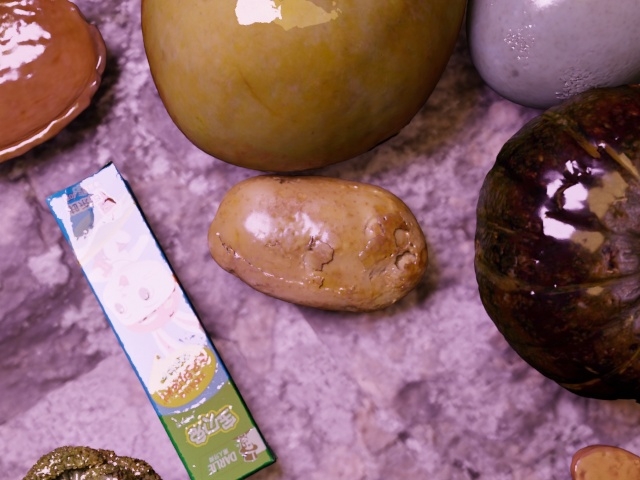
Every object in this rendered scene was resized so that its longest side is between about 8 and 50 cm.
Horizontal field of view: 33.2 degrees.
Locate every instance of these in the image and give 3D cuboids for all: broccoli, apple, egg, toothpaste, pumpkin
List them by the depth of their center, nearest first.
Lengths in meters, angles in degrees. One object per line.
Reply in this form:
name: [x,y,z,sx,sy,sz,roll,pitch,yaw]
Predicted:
pumpkin: [0.226,0.006,0.769,0.238,0.159,0.237,-1,98,-5]
broccoli: [-0.169,0.210,0.772,0.130,0.120,0.131,-12,111,-17]
apple: [-0.015,-0.178,0.813,0.261,0.194,0.260,0,71,-1]
egg: [0.213,-0.202,0.826,0.169,0.169,0.236,41,89,9]
toothpaste: [-0.124,0.068,0.835,0.065,0.050,0.266,-28,80,-8]

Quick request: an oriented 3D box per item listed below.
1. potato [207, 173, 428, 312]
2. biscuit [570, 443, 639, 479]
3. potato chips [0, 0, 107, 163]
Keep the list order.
potato: [0.000,0.000,0.835,0.171,0.080,0.107,14,67,5]
biscuit: [0.280,0.230,0.799,0.289,0.044,0.202,-14,78,0]
potato chips: [-0.271,-0.125,0.879,0.202,0.049,0.150,-31,76,-4]
